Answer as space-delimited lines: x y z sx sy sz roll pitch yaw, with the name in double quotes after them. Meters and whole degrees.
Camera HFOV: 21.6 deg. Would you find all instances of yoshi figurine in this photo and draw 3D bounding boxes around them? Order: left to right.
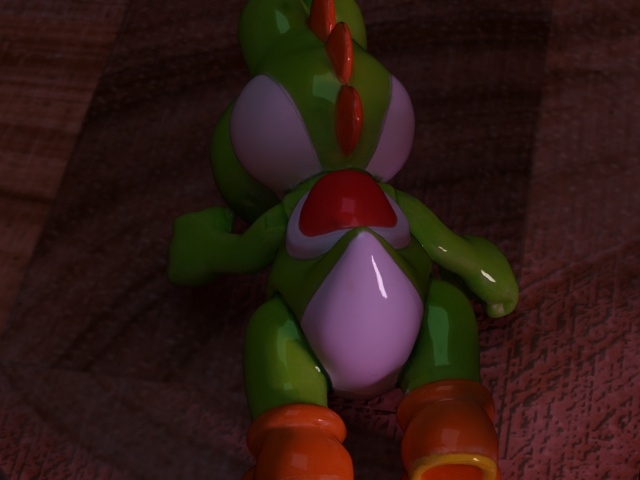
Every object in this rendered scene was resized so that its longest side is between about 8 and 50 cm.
0.007 0.012 1.076 0.203 0.203 0.362 -28 57 32 "yoshi figurine"

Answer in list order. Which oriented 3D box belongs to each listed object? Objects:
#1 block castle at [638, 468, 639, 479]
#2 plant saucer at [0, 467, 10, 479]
0.416 0.067 0.902 0.453 0.213 0.303 7 34 16 "block castle"
-0.279 0.219 0.907 0.278 0.041 0.278 -16 36 12 "plant saucer"
